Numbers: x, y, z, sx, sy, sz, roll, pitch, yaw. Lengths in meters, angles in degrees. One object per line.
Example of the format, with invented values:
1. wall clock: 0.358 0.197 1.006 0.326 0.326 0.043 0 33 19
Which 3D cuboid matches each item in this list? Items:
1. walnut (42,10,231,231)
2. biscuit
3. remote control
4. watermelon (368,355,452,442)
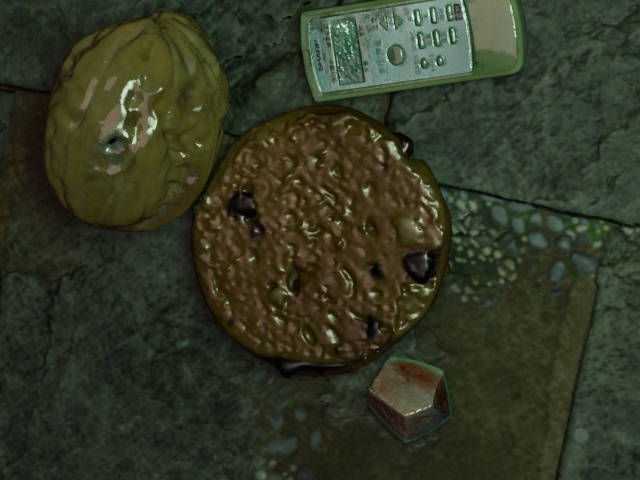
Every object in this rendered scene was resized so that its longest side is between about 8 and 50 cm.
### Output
1. walnut: -0.194 -0.120 1.725 0.198 0.198 0.245 25 114 11
2. biscuit: 0.000 0.000 1.748 0.296 0.075 0.295 3 99 18
3. remote control: 0.094 -0.204 1.703 0.234 0.038 0.098 -6 97 19
4. watermelon: 0.089 0.175 1.759 0.085 0.072 0.092 18 110 31
